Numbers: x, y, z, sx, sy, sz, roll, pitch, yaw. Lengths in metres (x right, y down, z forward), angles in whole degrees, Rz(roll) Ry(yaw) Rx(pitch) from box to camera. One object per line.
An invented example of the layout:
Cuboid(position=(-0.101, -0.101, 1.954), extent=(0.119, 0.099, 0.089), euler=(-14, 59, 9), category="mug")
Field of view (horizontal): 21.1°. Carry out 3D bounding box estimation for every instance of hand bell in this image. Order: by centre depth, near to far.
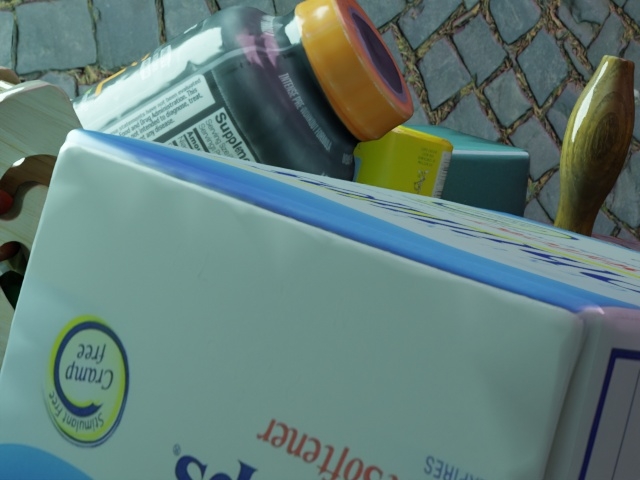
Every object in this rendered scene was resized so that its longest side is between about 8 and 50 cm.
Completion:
Cuboid(position=(0.149, 0.008, 1.036), extent=(0.126, 0.242, 0.126), euler=(15, 6, -1), category="hand bell")

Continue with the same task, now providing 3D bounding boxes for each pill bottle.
Cuboid(position=(-0.070, -0.049, 0.991), extent=(0.246, 0.130, 0.130), euler=(-29, -6, 14), category="pill bottle")

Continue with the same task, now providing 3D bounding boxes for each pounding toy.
Cuboid(position=(-0.150, -0.007, 0.876), extent=(0.269, 0.154, 0.155), euler=(11, 6, -32), category="pounding toy")

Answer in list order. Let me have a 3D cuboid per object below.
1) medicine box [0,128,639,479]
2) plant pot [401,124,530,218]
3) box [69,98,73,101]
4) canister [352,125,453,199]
Cuboid(position=(0.069, 0.072, 0.662), extent=(0.263, 0.149, 0.289), euler=(19, 6, 44), category="medicine box")
Cuboid(position=(0.000, 0.000, 1.221), extent=(0.234, 0.165, 0.166), euler=(3, 9, -21), category="plant pot")
Cuboid(position=(-0.356, -0.093, 1.440), extent=(0.243, 0.117, 0.213), euler=(15, 5, 23), category="box")
Cuboid(position=(0.020, 0.009, 1.074), extent=(0.073, 0.170, 0.126), euler=(13, 5, -19), category="canister")
